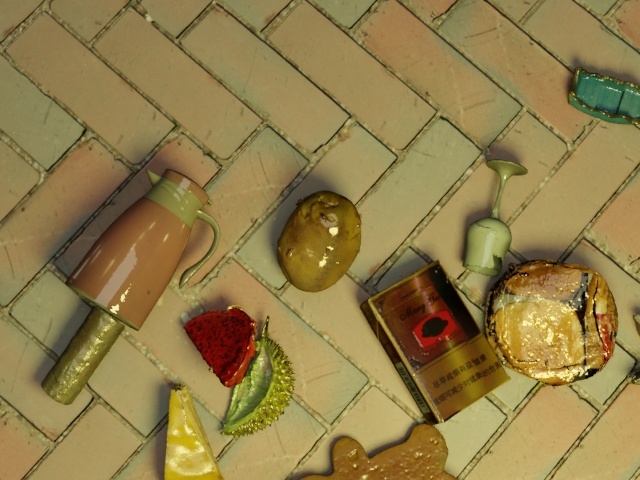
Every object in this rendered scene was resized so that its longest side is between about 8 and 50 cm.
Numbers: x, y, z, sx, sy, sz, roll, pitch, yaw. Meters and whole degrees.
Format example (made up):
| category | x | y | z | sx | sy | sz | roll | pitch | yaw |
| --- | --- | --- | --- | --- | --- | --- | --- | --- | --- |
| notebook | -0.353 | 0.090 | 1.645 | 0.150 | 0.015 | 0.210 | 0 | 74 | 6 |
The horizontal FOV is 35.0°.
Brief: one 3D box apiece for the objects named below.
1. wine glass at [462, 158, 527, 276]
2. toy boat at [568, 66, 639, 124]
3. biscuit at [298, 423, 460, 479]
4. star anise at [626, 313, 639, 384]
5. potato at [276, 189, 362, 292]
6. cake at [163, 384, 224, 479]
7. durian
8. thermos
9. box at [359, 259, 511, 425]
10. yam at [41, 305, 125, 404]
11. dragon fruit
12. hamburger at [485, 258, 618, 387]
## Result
| category | x | y | z | sx | sy | sz | roll | pitch | yaw |
| --- | --- | --- | --- | --- | --- | --- | --- | --- | --- |
| wine glass | 0.301 | -0.038 | 1.768 | 0.079 | 0.079 | 0.195 | 15 | 81 | 0 |
| toy boat | 0.533 | -0.252 | 1.812 | 0.185 | 0.077 | 0.075 | 21 | 80 | 2 |
| biscuit | 0.086 | 0.418 | 1.689 | 0.302 | 0.049 | 0.197 | -17 | 60 | -7 |
| star anise | 0.623 | 0.202 | 1.734 | 0.229 | 0.093 | 0.236 | 36 | 83 | 3 |
| potato | 0.000 | 0.000 | 1.732 | 0.137 | 0.137 | 0.176 | 33 | 102 | 3 |
| cake | -0.204 | 0.339 | 1.691 | 0.116 | 0.080 | 0.185 | 9 | 76 | 2 |
| durian | -0.097 | 0.240 | 1.714 | 0.100 | 0.086 | 0.215 | 21 | 82 | 15 |
| thermos | -0.282 | 0.013 | 1.711 | 0.176 | 0.146 | 0.265 | 36 | 79 | -5 |
| box | 0.195 | 0.172 | 1.724 | 0.159 | 0.071 | 0.240 | -28 | 83 | -16 |
| yam | -0.399 | 0.194 | 1.713 | 0.068 | 0.068 | 0.169 | 34 | 88 | 4 |
| dragon fruit | -0.144 | 0.175 | 1.704 | 0.106 | 0.083 | 0.162 | -44 | 44 | 0 |
| hamburger | 0.391 | 0.139 | 1.732 | 0.231 | 0.107 | 0.231 | 0 | 84 | 1 |
